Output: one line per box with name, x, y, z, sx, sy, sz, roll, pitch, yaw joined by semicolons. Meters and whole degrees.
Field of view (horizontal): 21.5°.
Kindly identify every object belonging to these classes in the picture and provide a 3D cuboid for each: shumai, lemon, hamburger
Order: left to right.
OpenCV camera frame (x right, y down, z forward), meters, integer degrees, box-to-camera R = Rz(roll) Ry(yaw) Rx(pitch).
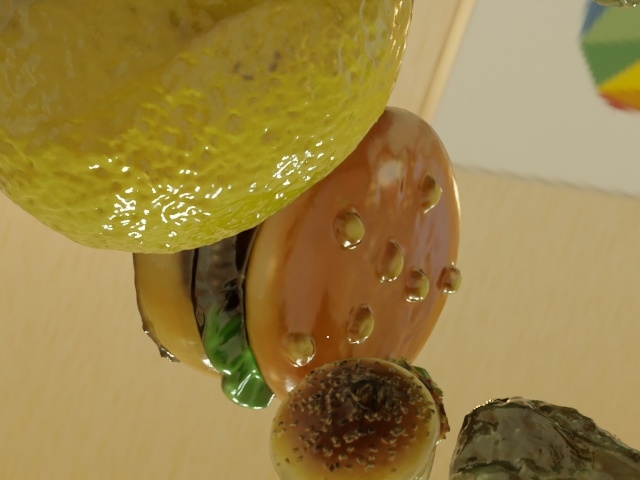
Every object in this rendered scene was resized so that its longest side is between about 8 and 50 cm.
lemon;-0.080;-0.133;1.013;0.268;0.322;0.268;53;-173;-9
hamburger;0.000;0.000;1.970;0.277;0.396;0.395;18;-167;34
hamburger;0.030;0.141;1.242;0.141;0.081;0.126;-29;-130;-23
shumai;0.226;0.347;1.824;0.304;0.263;0.309;10;144;49

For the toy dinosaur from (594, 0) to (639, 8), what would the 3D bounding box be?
toy dinosaur;0.136;-0.268;1.289;0.162;0.077;0.294;5;147;51
